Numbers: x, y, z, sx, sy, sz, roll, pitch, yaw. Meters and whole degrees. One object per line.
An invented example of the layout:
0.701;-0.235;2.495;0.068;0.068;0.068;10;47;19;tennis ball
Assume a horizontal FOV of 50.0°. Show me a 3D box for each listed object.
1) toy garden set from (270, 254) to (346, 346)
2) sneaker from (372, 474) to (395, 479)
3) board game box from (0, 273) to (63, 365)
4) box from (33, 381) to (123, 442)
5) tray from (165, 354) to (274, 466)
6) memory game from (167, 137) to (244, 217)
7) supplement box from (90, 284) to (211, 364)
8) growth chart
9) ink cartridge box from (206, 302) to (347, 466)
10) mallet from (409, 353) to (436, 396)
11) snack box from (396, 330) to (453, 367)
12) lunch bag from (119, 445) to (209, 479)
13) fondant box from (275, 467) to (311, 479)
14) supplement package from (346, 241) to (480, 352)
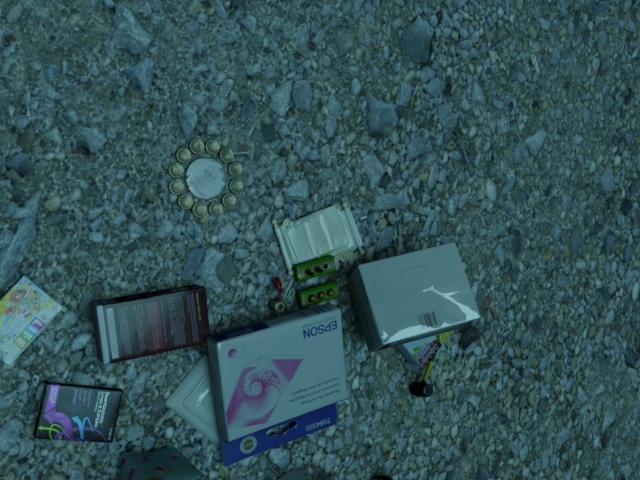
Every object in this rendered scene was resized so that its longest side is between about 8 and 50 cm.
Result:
-0.034;0.179;1.685;0.204;0.049;0.244;-15;104;-27;toy garden set
0.189;0.810;1.828;0.236;0.130;0.322;42;50;-49;sneaker
-0.615;0.160;1.389;0.103;0.026;0.154;46;71;-23;board game box
-0.510;0.365;1.455;0.162;0.029;0.116;12;86;-30;box
-0.219;0.406;1.617;0.270;0.030;0.145;46;70;-22;tray
-0.262;-0.142;1.578;0.186;0.012;0.186;-2;94;-29;memory game
-0.367;0.179;1.500;0.239;0.073;0.130;-8;96;-28;supplement box
0.000;0.000;1.723;0.237;0.021;0.172;-17;101;-27;growth chart
-0.088;0.343;1.611;0.324;0.071;0.330;-13;105;-30;ink cartridge box
0.306;0.341;1.883;0.039;0.062;0.189;33;77;-27;mallet
0.274;0.208;1.854;0.207;0.070;0.174;-46;110;-21;snack box
-0.333;0.601;1.452;0.160;0.223;0.262;1;93;-32;lunch bag
-0.068;0.666;1.540;0.238;0.330;0.096;-28;105;-25;fondant box
0.228;0.144;1.720;0.262;0.145;0.204;-13;76;-14;supplement package
